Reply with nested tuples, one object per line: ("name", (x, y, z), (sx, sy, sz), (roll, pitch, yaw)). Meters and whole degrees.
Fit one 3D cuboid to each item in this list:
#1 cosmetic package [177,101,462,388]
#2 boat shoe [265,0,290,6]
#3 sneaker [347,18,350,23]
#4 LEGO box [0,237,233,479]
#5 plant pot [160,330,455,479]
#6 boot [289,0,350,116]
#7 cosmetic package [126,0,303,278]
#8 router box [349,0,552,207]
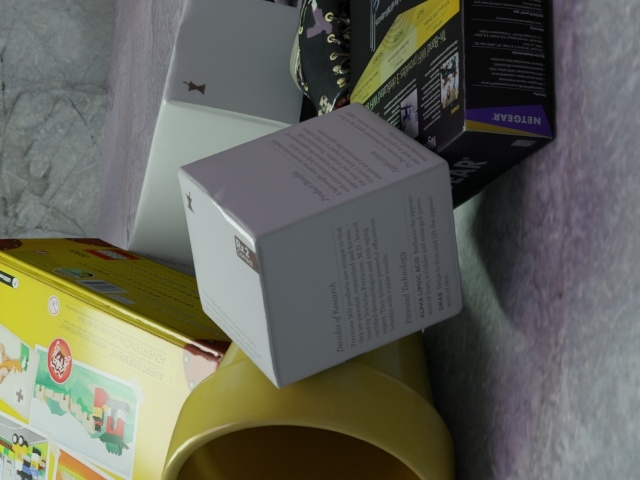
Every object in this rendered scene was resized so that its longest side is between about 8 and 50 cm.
("cosmetic package", (0.000, 0.000, 1.467), (0.151, 0.184, 0.151), (41, 146, 52))
("boat shoe", (-0.074, -0.311, 2.237), (0.084, 0.095, 0.258), (-119, 26, -56))
("sneaker", (0.061, -0.223, 1.747), (0.038, 0.069, 0.098), (-119, 36, -62))
("LEGO box", (-0.207, 0.231, 1.935), (0.500, 0.193, 0.372), (20, 106, 47))
("plant pot", (0.001, 0.156, 1.579), (0.239, 0.254, 0.254), (-79, 7, -45))
("boot", (0.030, -0.218, 1.839), (0.178, 0.085, 0.236), (-111, 25, -51))
("cosmetic package", (-0.142, -0.063, 2.170), (0.230, 0.162, 0.453), (-84, 8, -46))
("router box", (0.107, -0.165, 1.546), (0.309, 0.081, 0.243), (142, 130, -69))
